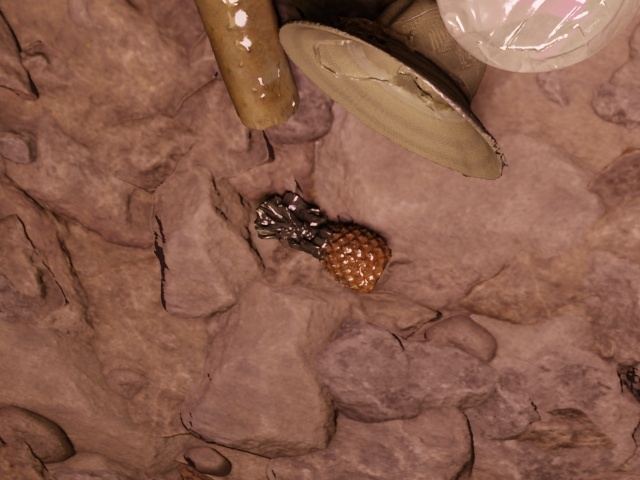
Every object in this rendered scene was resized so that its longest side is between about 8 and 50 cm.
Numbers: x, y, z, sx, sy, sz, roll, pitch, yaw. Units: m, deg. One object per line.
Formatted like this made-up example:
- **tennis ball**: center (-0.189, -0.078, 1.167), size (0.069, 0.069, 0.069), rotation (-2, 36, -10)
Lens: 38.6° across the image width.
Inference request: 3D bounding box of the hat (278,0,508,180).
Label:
- **hat**: center (0.093, -0.166, 0.845), size (0.252, 0.252, 0.110), rotation (34, 85, -13)

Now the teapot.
- **teapot**: center (0.143, -0.245, 0.748), size (0.221, 0.178, 0.163), rotation (4, 127, 2)

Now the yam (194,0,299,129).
- **yam**: center (-0.100, -0.275, 0.841), size (0.083, 0.083, 0.372), rotation (-5, 126, 17)

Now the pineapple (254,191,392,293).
- **pineapple**: center (0.000, 0.000, 1.033), size (0.159, 0.074, 0.074), rotation (28, 128, 2)
